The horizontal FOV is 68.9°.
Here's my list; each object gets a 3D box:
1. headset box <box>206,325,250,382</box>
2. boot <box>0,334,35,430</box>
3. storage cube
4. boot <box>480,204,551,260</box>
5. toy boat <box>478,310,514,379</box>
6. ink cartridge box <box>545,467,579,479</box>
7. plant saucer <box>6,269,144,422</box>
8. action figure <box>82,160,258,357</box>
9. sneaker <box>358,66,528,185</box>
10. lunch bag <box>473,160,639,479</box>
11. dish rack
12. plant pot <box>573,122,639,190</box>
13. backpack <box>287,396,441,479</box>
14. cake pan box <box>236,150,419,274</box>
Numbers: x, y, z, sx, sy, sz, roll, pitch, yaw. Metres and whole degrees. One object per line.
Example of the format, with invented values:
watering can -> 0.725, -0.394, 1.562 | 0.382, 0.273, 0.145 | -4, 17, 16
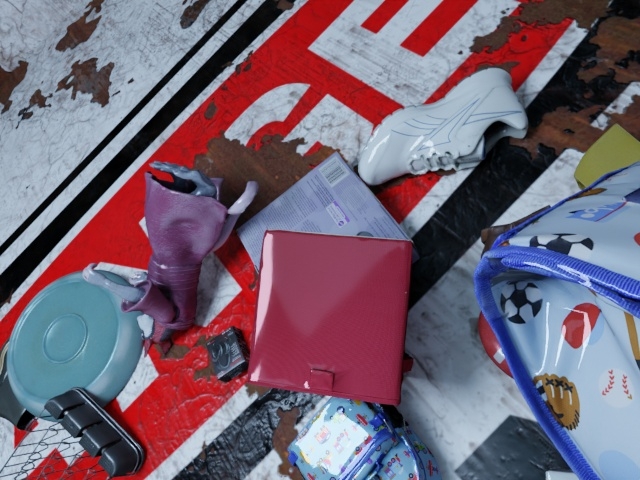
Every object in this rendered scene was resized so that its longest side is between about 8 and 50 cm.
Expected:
headset box -> -0.160, 0.205, 0.828 | 0.062, 0.032, 0.083 | -35, 54, 8
boot -> -0.637, 0.295, 1.016 | 0.136, 0.077, 0.198 | 17, 81, 23
storage cube -> 0.023, 0.095, 0.638 | 0.214, 0.183, 0.193 | 5, 86, 12
boot -> 0.290, 0.009, 0.669 | 0.114, 0.037, 0.107 | -21, 54, 39
toy boat -> 0.304, 0.076, 0.580 | 0.231, 0.151, 0.151 | -43, 54, 2
ink cartridge box -> 0.305, 0.331, 0.470 | 0.128, 0.127, 0.176 | -7, 62, 24
plant saucer -> -0.516, 0.204, 0.962 | 0.317, 0.044, 0.318 | -5, 66, 11
action figure -> -0.264, 0.046, 0.882 | 0.275, 0.248, 0.371 | 7, 100, -2
sneaker -> 0.201, -0.170, 0.784 | 0.297, 0.111, 0.129 | -29, 62, 13
lunch bag -> 0.361, 0.090, 0.387 | 0.327, 0.239, 0.385 | -23, 60, -30
dish rack -> -0.470, 0.430, 0.827 | 0.208, 0.074, 0.272 | 34, 89, 18
plant pot -> 0.410, -0.095, 0.655 | 0.083, 0.081, 0.081 | -40, 54, 18
backpack -> 0.063, 0.300, 0.617 | 0.158, 0.117, 0.173 | -45, 57, 1
cake pan box -> 0.000, 0.000, 0.825 | 0.245, 0.070, 0.267 | -38, 55, 4
